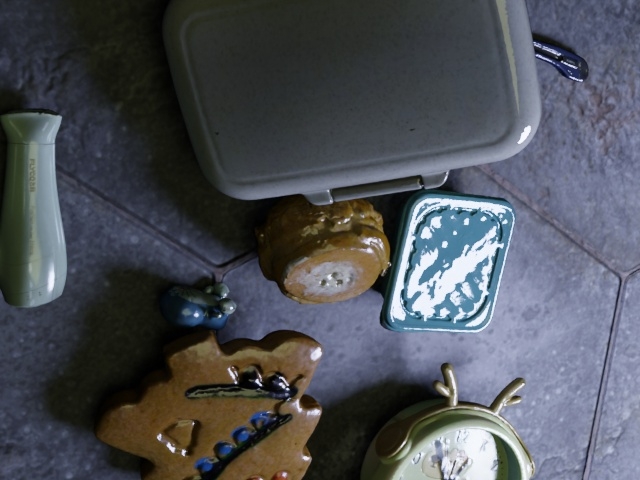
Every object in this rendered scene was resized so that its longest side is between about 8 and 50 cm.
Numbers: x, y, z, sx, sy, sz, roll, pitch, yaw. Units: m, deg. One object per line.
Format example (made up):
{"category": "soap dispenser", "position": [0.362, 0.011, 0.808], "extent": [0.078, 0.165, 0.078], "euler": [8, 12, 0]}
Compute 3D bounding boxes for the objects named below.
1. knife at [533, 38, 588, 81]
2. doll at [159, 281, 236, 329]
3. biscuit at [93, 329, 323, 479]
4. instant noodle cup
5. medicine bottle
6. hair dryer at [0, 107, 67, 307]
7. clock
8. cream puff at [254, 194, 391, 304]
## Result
{"category": "knife", "position": [0.281, -0.226, 1.548], "extent": [0.121, 0.018, 0.031], "euler": [18, 97, -25]}
{"category": "doll", "position": [-0.141, 0.077, 1.437], "extent": [0.083, 0.076, 0.051], "euler": [8, 103, -20]}
{"category": "biscuit", "position": [-0.102, 0.231, 1.493], "extent": [0.278, 0.043, 0.302], "euler": [-25, 123, -2]}
{"category": "instant noodle cup", "position": [0.146, 0.022, 1.541], "extent": [0.157, 0.070, 0.179], "euler": [5, 104, -25]}
{"category": "medicine bottle", "position": [0.034, -0.184, 1.316], "extent": [0.375, 0.123, 0.282], "euler": [-9, 111, 13]}
{"category": "hair dryer", "position": [-0.387, -0.032, 1.317], "extent": [0.237, 0.075, 0.207], "euler": [-3, 101, -14]}
{"category": "clock", "position": [0.159, 0.305, 1.623], "extent": [0.235, 0.096, 0.308], "euler": [13, 101, -24]}
{"category": "cream puff", "position": [0.000, 0.000, 1.442], "extent": [0.150, 0.115, 0.165], "euler": [-12, 148, -4]}
